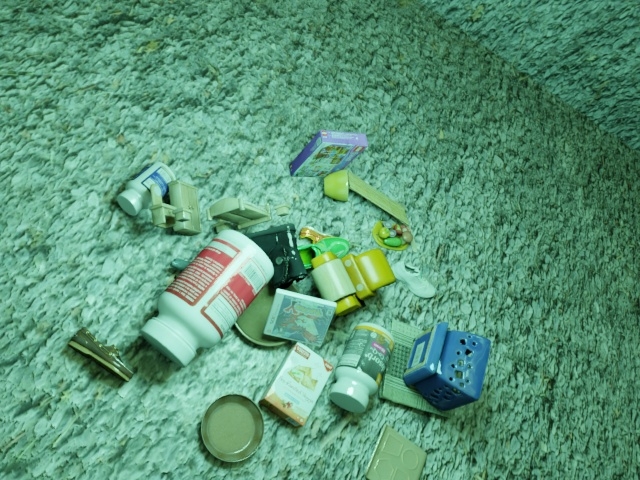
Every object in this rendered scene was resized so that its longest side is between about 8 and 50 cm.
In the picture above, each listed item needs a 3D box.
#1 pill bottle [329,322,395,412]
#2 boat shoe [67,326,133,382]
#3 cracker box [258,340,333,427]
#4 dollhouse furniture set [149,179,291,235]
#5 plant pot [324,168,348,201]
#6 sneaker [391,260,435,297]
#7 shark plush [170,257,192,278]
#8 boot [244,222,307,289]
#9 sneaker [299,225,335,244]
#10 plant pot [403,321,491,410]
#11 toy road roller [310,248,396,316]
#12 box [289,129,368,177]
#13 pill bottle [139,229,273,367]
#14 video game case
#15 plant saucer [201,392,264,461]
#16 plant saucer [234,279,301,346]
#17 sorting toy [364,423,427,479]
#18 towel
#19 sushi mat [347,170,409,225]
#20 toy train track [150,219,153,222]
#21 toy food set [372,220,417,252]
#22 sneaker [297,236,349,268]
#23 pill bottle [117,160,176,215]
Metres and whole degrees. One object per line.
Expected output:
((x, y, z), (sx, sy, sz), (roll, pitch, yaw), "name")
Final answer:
((0.142, 0.436, 1.812), (0.162, 0.162, 0.278), (34, 54, -8), "pill bottle")
((-0.623, 0.328, 1.523), (0.207, 0.073, 0.073), (38, 56, -6), "boat shoe")
((-0.076, 0.473, 1.738), (0.155, 0.067, 0.232), (37, 54, -6), "cracker box")
((-0.328, -0.149, 1.734), (0.303, 0.355, 0.174), (19, 59, -67), "dollhouse furniture set")
((0.063, -0.224, 2.145), (0.095, 0.134, 0.134), (-1, 63, 0), "plant pot")
((0.390, 0.156, 2.128), (0.212, 0.094, 0.080), (34, 53, -9), "sneaker")
((-0.420, 0.096, 1.752), (0.161, 0.067, 0.073), (16, 59, -19), "shark plush")
((-0.177, 0.070, 1.814), (0.246, 0.094, 0.207), (-17, 71, 14), "boot")
((0.000, 0.000, 2.036), (0.175, 0.064, 0.067), (20, 77, -12), "sneaker")
((0.438, 0.440, 1.873), (0.212, 0.236, 0.236), (29, 58, -6), "plant pot")
((0.125, 0.128, 1.860), (0.240, 0.329, 0.202), (-29, 76, 9), "toy road roller")
((0.026, -0.333, 2.066), (0.201, 0.293, 0.057), (-1, 72, -29), "box")
((-0.350, 0.179, 1.632), (0.229, 0.229, 0.408), (41, 64, -3), "pill bottle")
((-0.069, 0.255, 1.722), (0.201, 0.183, 0.023), (14, 30, -9), "video game case")
((-0.269, 0.570, 1.606), (0.198, 0.036, 0.199), (12, 61, -21), "plant saucer")
((-0.186, 0.233, 1.821), (0.277, 0.041, 0.278), (12, 61, -22), "plant saucer")
((0.255, 0.760, 1.785), (0.208, 0.038, 0.193), (40, 54, -10), "sorting toy")
((0.368, 0.482, 1.984), (0.324, 0.056, 0.312), (23, 60, -18), "towel")
((0.240, -0.180, 2.217), (0.316, 0.019, 0.151), (31, 30, -18), "sushi mat")
((-0.552, -0.088, 1.812), (0.048, 0.014, 0.083), (43, 54, -1), "toy train track")
((0.326, -0.029, 2.204), (0.217, 0.071, 0.128), (9, 61, -24), "toy food set")
((-0.015, 0.058, 1.937), (0.295, 0.123, 0.109), (-11, 102, -26), "sneaker")
((-0.588, -0.173, 1.776), (0.112, 0.112, 0.187), (41, 54, -3), "pill bottle")
